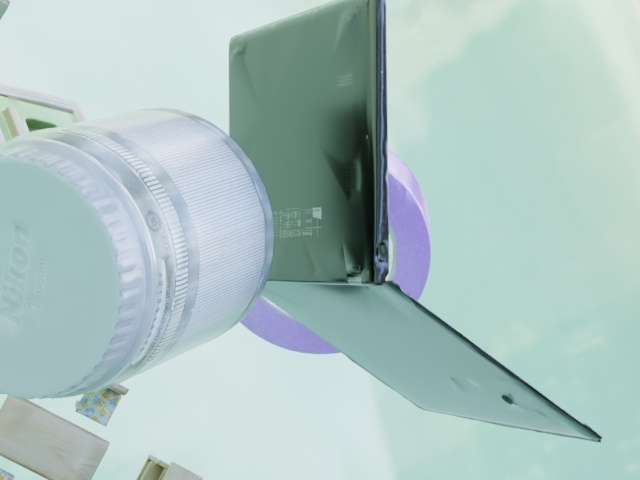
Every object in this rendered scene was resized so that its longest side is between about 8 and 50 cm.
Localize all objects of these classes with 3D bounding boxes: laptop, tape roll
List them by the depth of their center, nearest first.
[{"bbox_3d":[0.078,-0.016,1.715,0.382,0.236,0.408,178,-88,-67],"label":"laptop"},{"bbox_3d":[0.000,0.000,2.160,0.275,0.274,0.090,55,15,-17],"label":"tape roll"}]

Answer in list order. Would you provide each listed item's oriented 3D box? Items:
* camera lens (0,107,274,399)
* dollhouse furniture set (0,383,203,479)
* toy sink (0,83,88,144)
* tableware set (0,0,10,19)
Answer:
[{"bbox_3d":[-0.182,0.006,1.480,0.219,0.219,0.274,62,26,3],"label":"camera lens"},{"bbox_3d":[-0.285,0.273,2.110,0.242,0.212,0.161,29,-9,-12],"label":"dollhouse furniture set"},{"bbox_3d":[-0.332,-0.067,1.741,0.234,0.131,0.153,10,48,-52],"label":"toy sink"},{"bbox_3d":[-0.223,-0.150,0.935,0.128,0.194,0.039,25,53,-16],"label":"tableware set"}]
